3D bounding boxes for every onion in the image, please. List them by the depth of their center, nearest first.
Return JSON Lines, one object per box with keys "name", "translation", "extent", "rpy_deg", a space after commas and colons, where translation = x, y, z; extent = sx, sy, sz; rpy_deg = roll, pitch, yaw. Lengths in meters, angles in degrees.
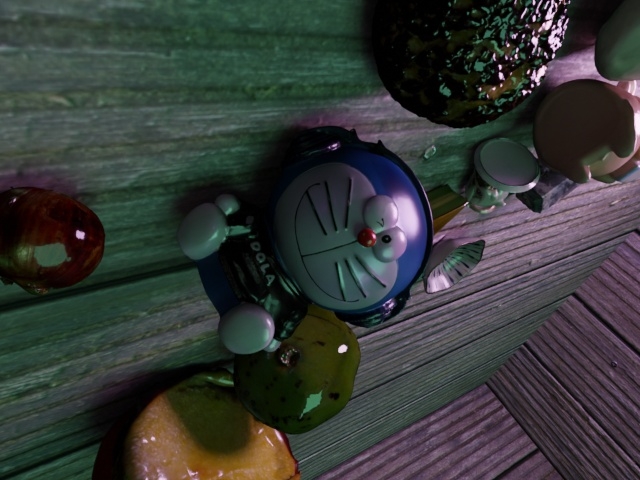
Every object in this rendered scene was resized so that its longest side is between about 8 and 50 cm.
{"name": "onion", "translation": [-0.282, 0.002, 0.451], "extent": [0.118, 0.118, 0.117], "rpy_deg": [-42, 162, 9]}

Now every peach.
{"name": "peach", "translation": [-0.237, 0.450, 0.847], "extent": [0.353, 0.339, 0.416], "rpy_deg": [-29, 142, -13]}

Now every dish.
{"name": "dish", "translation": [0.316, 0.047, 1.092], "extent": [0.191, 0.066, 0.190], "rpy_deg": [-23, 143, -19]}

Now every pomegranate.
{"name": "pomegranate", "translation": [-0.042, 0.251, 0.876], "extent": [0.254, 0.254, 0.270], "rpy_deg": [-34, 150, -3]}

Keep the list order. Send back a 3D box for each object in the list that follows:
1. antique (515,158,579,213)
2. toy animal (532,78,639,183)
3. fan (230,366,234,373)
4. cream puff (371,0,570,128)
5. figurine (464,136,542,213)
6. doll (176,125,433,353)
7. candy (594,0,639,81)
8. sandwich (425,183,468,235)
{"name": "antique", "translation": [0.554, -0.154, 1.038], "extent": [0.183, 0.088, 0.086], "rpy_deg": [-38, 146, 3]}
{"name": "toy animal", "translation": [0.531, -0.208, 0.834], "extent": [0.256, 0.212, 0.195], "rpy_deg": [2, 144, -42]}
{"name": "fan", "translation": [-0.030, 0.227, 1.050], "extent": [0.415, 0.012, 0.233], "rpy_deg": [-36, 147, 4]}
{"name": "cream puff", "translation": [0.182, -0.246, 0.518], "extent": [0.239, 0.165, 0.239], "rpy_deg": [-21, 143, -17]}
{"name": "figurine", "translation": [0.352, -0.115, 0.893], "extent": [0.132, 0.132, 0.153], "rpy_deg": [-25, 158, -16]}
{"name": "doll", "translation": [0.000, 0.000, 0.606], "extent": [0.310, 0.284, 0.240], "rpy_deg": [-26, -173, 6]}
{"name": "candy", "translation": [0.630, -0.392, 0.652], "extent": [0.427, 0.186, 0.386], "rpy_deg": [-31, 168, 17]}
{"name": "sandwich", "translation": [0.225, -0.050, 0.883], "extent": [0.116, 0.074, 0.074], "rpy_deg": [-25, 143, -18]}
